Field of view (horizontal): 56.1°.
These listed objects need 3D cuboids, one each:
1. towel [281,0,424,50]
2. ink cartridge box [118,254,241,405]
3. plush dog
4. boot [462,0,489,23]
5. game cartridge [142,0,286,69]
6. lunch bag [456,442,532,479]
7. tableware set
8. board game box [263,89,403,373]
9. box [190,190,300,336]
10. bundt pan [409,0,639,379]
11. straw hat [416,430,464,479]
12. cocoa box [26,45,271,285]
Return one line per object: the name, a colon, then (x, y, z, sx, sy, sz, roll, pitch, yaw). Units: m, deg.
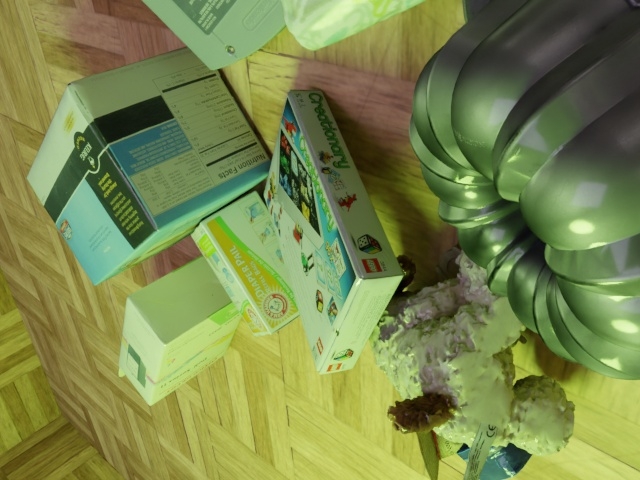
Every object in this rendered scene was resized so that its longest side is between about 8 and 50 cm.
towel: (0.049, -0.375, 0.433, 0.320, 0.090, 0.374, -15, 109, 32)
ink cartridge box: (-0.278, 0.192, 1.191, 0.119, 0.207, 0.353, 47, 143, 15)
plush dog: (0.135, 0.138, 0.706, 0.262, 0.210, 0.225, 69, 164, -12)
boot: (0.214, -0.170, 0.502, 0.208, 0.076, 0.190, 22, 118, 29)
game cartridge: (-0.105, -0.332, 0.708, 0.196, 0.060, 0.294, 48, 144, -14)
lunch bag: (0.231, 0.277, 0.807, 0.065, 0.067, 0.098, 50, 143, 10)
tableware set: (0.178, 0.092, 0.772, 0.141, 0.020, 0.169, 51, 142, 7)
board game box: (-0.001, -0.017, 0.748, 0.193, 0.053, 0.305, 110, 149, -47)
box: (-0.104, 0.042, 0.959, 0.203, 0.103, 0.114, 58, 158, -2)
bundt pan: (0.181, -0.031, 0.461, 0.331, 0.124, 0.331, 57, 177, 5)
straw hat: (0.178, 0.280, 0.868, 0.061, 0.144, 0.144, -15, 108, 12)
cocoa box: (-0.283, -0.106, 0.964, 0.347, 0.231, 0.228, -27, 96, 53)
